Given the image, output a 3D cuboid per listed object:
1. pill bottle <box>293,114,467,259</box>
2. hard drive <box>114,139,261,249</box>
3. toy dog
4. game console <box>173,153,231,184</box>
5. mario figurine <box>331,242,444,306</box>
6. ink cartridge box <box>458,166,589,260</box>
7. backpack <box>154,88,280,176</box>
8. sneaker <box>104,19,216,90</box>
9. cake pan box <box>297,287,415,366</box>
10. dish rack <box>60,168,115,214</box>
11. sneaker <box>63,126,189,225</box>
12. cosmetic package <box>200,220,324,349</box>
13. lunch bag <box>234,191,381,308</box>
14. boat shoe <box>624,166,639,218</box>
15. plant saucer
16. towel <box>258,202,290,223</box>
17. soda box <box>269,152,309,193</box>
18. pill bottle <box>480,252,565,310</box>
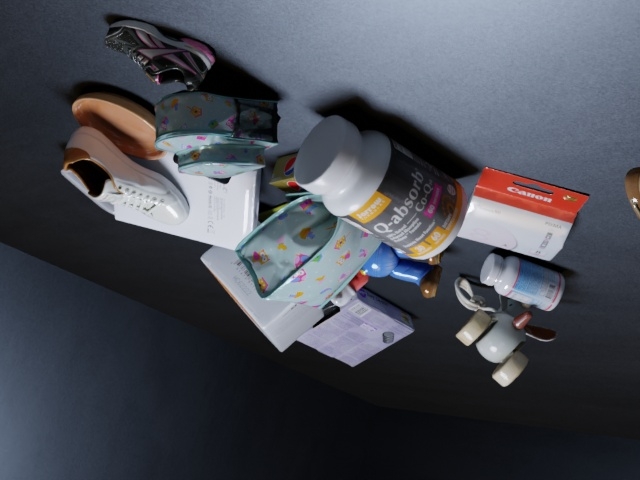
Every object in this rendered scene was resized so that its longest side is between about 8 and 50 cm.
[{"bbox_3d":[0.102,-0.090,1.471,0.278,0.162,0.162,27,160,-30],"label":"pill bottle"},{"bbox_3d":[-0.285,-0.100,1.832,0.319,0.040,0.210,14,126,10],"label":"hard drive"},{"bbox_3d":[0.425,0.173,1.923,0.220,0.333,0.161,38,117,-12],"label":"toy dog"},{"bbox_3d":[-0.211,-0.171,1.682,0.122,0.107,0.071,24,-170,-18],"label":"game console"},{"bbox_3d":[0.096,0.049,1.868,0.321,0.198,0.170,8,173,15],"label":"mario figurine"},{"bbox_3d":[0.356,-0.041,1.558,0.189,0.066,0.232,16,167,5],"label":"ink cartridge box"},{"bbox_3d":[-0.183,-0.179,1.443,0.188,0.144,0.166,12,170,-35],"label":"backpack"},{"bbox_3d":[-0.260,-0.286,1.357,0.178,0.077,0.072,16,161,8],"label":"sneaker"},{"bbox_3d":[0.093,0.248,2.486,0.246,0.070,0.267,-37,133,28],"label":"cake pan box"},{"bbox_3d":[-0.414,-0.113,2.049,0.333,0.072,0.285,11,162,20],"label":"dish rack"},{"bbox_3d":[-0.398,-0.097,1.749,0.290,0.123,0.106,36,130,-25],"label":"sneaker"},{"bbox_3d":[-0.131,0.119,2.139,0.230,0.161,0.453,47,173,13],"label":"cosmetic package"},{"bbox_3d":[0.000,0.000,1.718,0.223,0.262,0.160,14,-142,-57],"label":"lunch bag"},{"bbox_3d":[0.561,-0.026,1.325,0.120,0.122,0.324,8,153,44],"label":"boat shoe"},{"bbox_3d":[-0.386,-0.229,1.694,0.200,0.037,0.200,18,157,8],"label":"plant saucer"},{"bbox_3d":[-0.093,-0.043,2.037,0.102,0.021,0.237,25,161,-24],"label":"towel"},{"bbox_3d":[-0.017,-0.131,1.631,0.061,0.058,0.181,28,160,-32],"label":"soda box"},{"bbox_3d":[0.422,0.084,1.816,0.160,0.087,0.087,20,163,-8],"label":"pill bottle"}]
